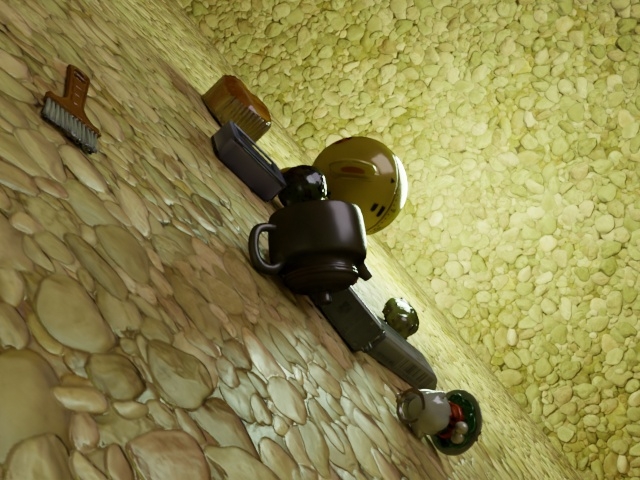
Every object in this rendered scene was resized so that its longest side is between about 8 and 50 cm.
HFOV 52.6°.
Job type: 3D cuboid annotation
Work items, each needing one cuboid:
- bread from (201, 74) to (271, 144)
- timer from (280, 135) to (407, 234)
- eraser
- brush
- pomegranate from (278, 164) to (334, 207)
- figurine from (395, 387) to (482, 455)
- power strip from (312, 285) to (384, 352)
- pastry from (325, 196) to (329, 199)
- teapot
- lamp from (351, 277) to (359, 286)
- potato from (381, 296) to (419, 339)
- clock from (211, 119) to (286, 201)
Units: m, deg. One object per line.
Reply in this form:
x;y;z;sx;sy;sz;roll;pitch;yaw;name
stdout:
-0.252;-0.403;1.994;0.179;0.133;0.250;35;15;-43;bread
0.092;-0.186;2.157;0.386;0.376;0.376;16;30;-46;timer
0.172;0.253;1.465;0.352;0.061;0.089;41;13;-40;eraser
-0.369;-0.215;0.978;0.090;0.017;0.314;43;9;-32;brush
-0.042;-0.119;1.715;0.148;0.148;0.169;37;23;-53;pomegranate
0.213;0.326;1.219;0.153;0.132;0.132;28;19;-32;figurine
0.027;0.108;1.316;0.272;0.078;0.052;51;3;17;power strip
0.012;-0.053;1.856;0.189;0.103;0.189;47;8;-9;pastry
-0.013;0.032;1.204;0.267;0.185;0.175;6;67;-33;teapot
0.023;0.027;1.455;0.182;0.140;0.182;43;13;-12;lamp
0.218;0.213;1.765;0.117;0.090;0.225;45;5;4;potato
-0.182;-0.201;1.644;0.193;0.073;0.145;43;11;-30;clock
